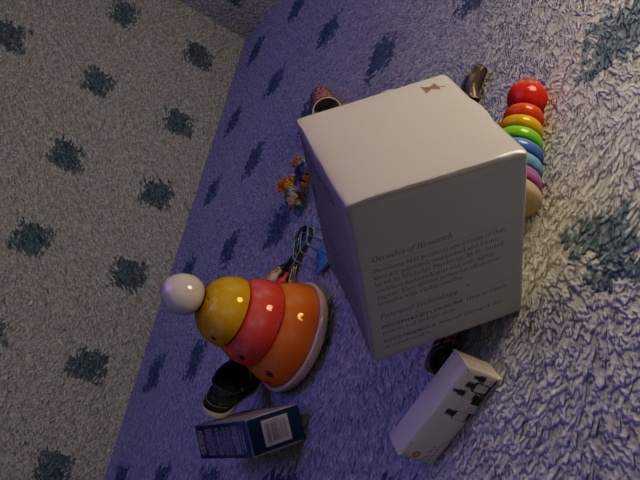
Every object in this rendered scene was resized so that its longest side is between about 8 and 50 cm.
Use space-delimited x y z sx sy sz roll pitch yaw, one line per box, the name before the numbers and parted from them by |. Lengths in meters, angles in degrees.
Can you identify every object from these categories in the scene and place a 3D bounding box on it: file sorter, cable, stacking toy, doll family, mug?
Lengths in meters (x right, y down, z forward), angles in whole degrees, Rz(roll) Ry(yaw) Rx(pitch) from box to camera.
file sorter | 0.000 0.000 2.080 0.170 0.104 0.118 -48 24 32
cable | -0.110 0.080 2.275 0.287 0.072 0.139 -62 31 6
stacking toy | -0.250 0.219 1.942 0.350 0.479 0.351 -45 32 37
doll family | -0.085 -0.231 2.448 0.263 0.118 0.163 -55 27 20
stacking toy | 0.435 -0.219 1.440 0.141 0.141 0.330 -22 44 56
mug | 0.004 -0.511 2.545 0.150 0.113 0.169 -53 25 21

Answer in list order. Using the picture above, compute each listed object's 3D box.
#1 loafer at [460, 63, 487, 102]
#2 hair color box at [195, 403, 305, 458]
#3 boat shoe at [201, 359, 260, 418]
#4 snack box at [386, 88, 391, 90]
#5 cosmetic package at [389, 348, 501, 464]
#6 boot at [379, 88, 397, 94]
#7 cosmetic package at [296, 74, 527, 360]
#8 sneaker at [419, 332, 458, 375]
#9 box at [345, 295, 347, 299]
loafer | 0.399 -0.381 1.739 0.061 0.062 0.170 36 104 42
hair color box | -0.210 0.553 1.903 0.347 0.173 0.105 -26 76 54
boat shoe | -0.264 0.424 2.070 0.340 0.127 0.113 -33 -36 -64
snack box | 0.225 -0.363 2.027 0.175 0.070 0.207 -58 28 10
cosmetic package | 0.248 0.338 1.324 0.239 0.098 0.060 -58 26 17
boot | 0.233 -0.382 1.885 0.190 0.069 0.086 0 69 42
cosmetic package | 0.178 -0.049 1.299 0.329 0.327 0.394 -115 10 -50
sneaker | 0.275 0.219 1.423 0.170 0.063 0.075 -67 25 7
box | 0.116 0.102 1.871 0.136 0.028 0.081 -49 29 34
